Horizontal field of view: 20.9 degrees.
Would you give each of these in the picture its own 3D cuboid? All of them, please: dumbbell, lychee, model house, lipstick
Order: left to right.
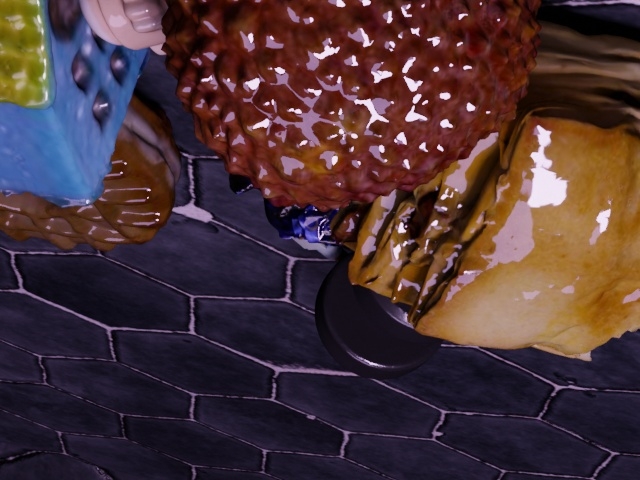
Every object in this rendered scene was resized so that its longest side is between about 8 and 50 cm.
[{"bbox_3d":[-0.302,-0.194,1.481,0.237,0.216,0.303,9,154,14],"label":"model house"},{"bbox_3d":[0.001,0.000,1.981,0.030,0.030,0.129,-3,152,36],"label":"lipstick"},{"bbox_3d":[0.023,-0.158,1.272,0.275,0.276,0.304,-2,146,35],"label":"lychee"},{"bbox_3d":[0.089,0.056,1.901,0.152,0.153,0.218,18,158,-9],"label":"dumbbell"}]

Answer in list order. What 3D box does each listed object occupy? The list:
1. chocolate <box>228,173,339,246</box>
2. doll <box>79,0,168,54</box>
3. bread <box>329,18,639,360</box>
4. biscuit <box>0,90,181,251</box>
[{"bbox_3d":[0.051,-0.037,1.736,0.343,0.126,0.148,5,132,27],"label":"chocolate"},{"bbox_3d":[-0.159,-0.254,1.316,0.119,0.154,0.278,-11,148,19],"label":"doll"},{"bbox_3d":[0.219,-0.020,1.478,0.370,0.191,0.314,18,127,-10],"label":"bread"},{"bbox_3d":[-0.279,-0.089,1.834,0.268,0.115,0.366,21,158,-16],"label":"biscuit"}]
